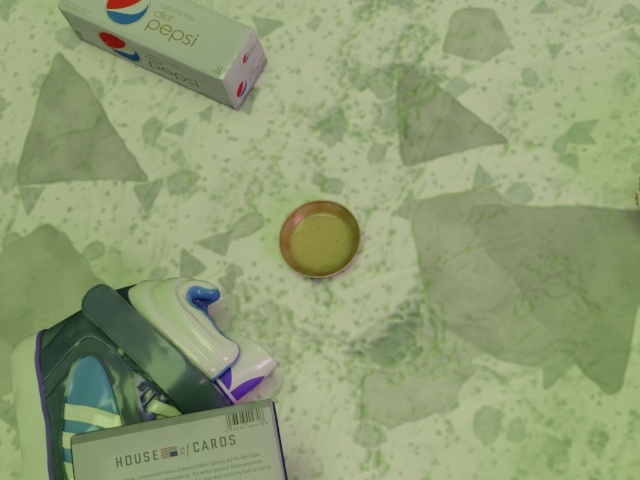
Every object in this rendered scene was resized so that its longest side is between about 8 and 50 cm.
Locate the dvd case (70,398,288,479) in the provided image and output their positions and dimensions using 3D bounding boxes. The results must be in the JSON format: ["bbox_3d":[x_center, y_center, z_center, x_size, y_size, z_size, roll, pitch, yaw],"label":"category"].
[{"bbox_3d":[-0.107,0.261,1.017,0.179,0.029,0.239,-10,64,-2],"label":"dvd case"}]

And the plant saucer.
[{"bbox_3d":[0.000,0.000,1.234,0.083,0.015,0.083,-3,70,8],"label":"plant saucer"}]

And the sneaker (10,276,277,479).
[{"bbox_3d":[-0.143,0.183,1.126,0.236,0.130,0.323,-22,62,5],"label":"sneaker"}]

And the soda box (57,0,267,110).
[{"bbox_3d":[-0.169,-0.221,1.315,0.216,0.074,0.069,25,76,17],"label":"soda box"}]

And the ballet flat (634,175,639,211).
[{"bbox_3d":[0.386,-0.103,1.184,0.241,0.091,0.077,-34,37,-8],"label":"ballet flat"}]
